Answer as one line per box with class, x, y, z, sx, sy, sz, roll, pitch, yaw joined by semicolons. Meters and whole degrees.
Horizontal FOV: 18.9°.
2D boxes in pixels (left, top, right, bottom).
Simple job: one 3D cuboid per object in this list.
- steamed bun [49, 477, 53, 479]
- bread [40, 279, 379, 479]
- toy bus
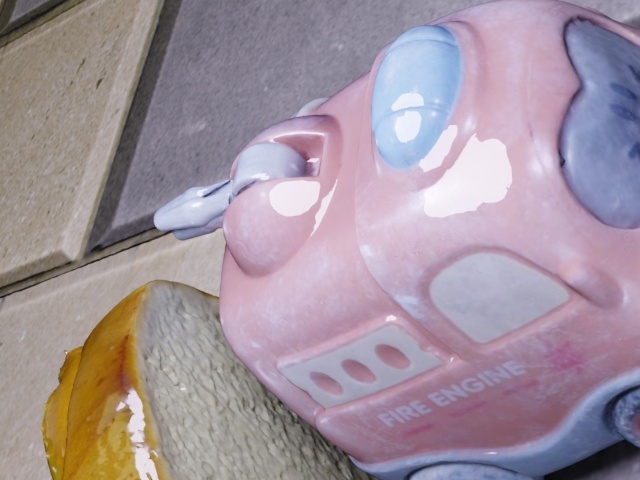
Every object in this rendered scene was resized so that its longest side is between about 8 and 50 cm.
steamed bun;-0.097;0.221;1.070;0.131;0.177;0.228;-5;53;27
bread;-0.043;0.133;1.011;0.070;0.236;0.236;-37;36;25
toy bus;0.079;-0.003;0.958;0.294;0.232;0.197;-28;42;41
